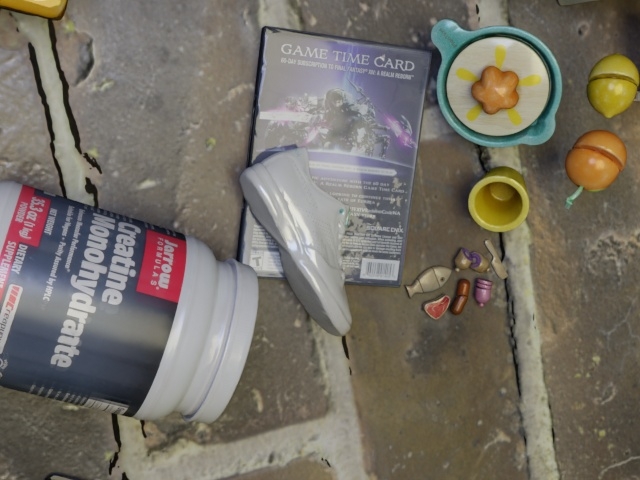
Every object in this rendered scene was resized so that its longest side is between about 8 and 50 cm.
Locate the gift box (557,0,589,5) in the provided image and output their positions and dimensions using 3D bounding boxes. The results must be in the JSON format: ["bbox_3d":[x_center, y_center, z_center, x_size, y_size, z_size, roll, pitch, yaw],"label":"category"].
[{"bbox_3d":[0.352,-0.381,0.947,0.276,0.258,0.255,-35,107,-9],"label":"gift box"}]

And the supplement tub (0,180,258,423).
[{"bbox_3d":[-0.217,0.067,0.891,0.272,0.191,0.191,17,94,-18],"label":"supplement tub"}]

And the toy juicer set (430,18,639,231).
[{"bbox_3d":[0.227,-0.177,0.976,0.209,0.089,0.329,-12,110,22],"label":"toy juicer set"}]

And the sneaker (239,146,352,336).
[{"bbox_3d":[0.000,0.000,0.983,0.094,0.080,0.212,-31,105,-21],"label":"sneaker"}]

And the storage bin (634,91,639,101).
[{"bbox_3d":[0.540,-0.218,1.005,0.262,0.260,0.123,-2,96,-29],"label":"storage bin"}]

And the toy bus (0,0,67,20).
[{"bbox_3d":[-0.257,-0.377,0.836,0.108,0.130,0.333,11,96,-19],"label":"toy bus"}]

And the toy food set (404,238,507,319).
[{"bbox_3d":[0.169,0.055,1.091,0.122,0.019,0.078,-33,107,-9],"label":"toy food set"}]

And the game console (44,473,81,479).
[{"bbox_3d":[-0.257,0.346,0.986,0.085,0.124,0.144,16,96,-45],"label":"game console"}]

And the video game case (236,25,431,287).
[{"bbox_3d":[0.015,-0.088,1.020,0.196,0.026,0.274,5,97,-17],"label":"video game case"}]
